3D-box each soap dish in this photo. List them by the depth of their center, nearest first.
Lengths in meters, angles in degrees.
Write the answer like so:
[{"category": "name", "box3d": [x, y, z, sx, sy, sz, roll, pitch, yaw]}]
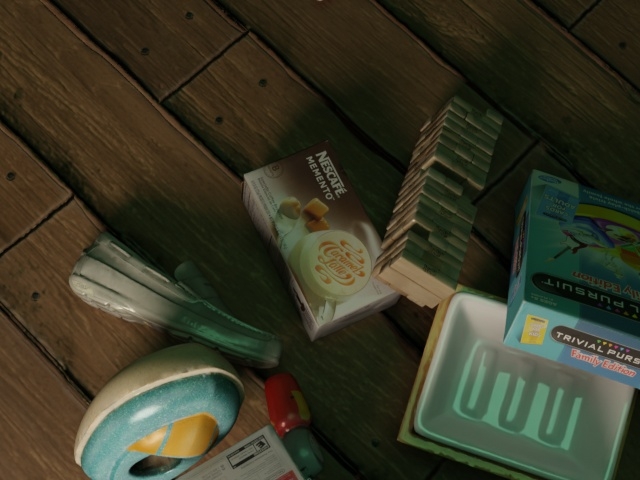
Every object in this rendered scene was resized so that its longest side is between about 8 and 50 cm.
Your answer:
[{"category": "soap dish", "box3d": [0.272, 0.210, 1.339, 0.291, 0.118, 0.228, 19, 78, 1]}]

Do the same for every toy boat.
[{"category": "toy boat", "box3d": [-0.140, 0.241, 1.259, 0.318, 0.267, 0.148, 5, 50, -33]}]

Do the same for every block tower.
[{"category": "block tower", "box3d": [0.167, -0.062, 1.392, 0.097, 0.091, 0.335, 32, 52, -11]}]

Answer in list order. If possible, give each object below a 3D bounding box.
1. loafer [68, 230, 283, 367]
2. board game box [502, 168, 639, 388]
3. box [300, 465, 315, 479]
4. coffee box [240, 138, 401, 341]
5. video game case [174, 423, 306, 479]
[{"category": "loafer", "box3d": [-0.191, 0.081, 1.359, 0.320, 0.112, 0.111, 23, 74, 7]}, {"category": "board game box", "box3d": [0.391, 0.050, 1.344, 0.254, 0.079, 0.336, 18, 35, 2]}, {"category": "box", "box3d": [-0.085, 0.363, 1.229, 0.184, 0.190, 0.045, -30, 73, -14]}, {"category": "coffee box", "box3d": [0.000, 0.000, 1.411, 0.141, 0.098, 0.246, -23, 75, -13]}, {"category": "video game case", "box3d": [-0.104, 0.324, 1.123, 0.201, 0.023, 0.183, -29, 42, -11]}]
